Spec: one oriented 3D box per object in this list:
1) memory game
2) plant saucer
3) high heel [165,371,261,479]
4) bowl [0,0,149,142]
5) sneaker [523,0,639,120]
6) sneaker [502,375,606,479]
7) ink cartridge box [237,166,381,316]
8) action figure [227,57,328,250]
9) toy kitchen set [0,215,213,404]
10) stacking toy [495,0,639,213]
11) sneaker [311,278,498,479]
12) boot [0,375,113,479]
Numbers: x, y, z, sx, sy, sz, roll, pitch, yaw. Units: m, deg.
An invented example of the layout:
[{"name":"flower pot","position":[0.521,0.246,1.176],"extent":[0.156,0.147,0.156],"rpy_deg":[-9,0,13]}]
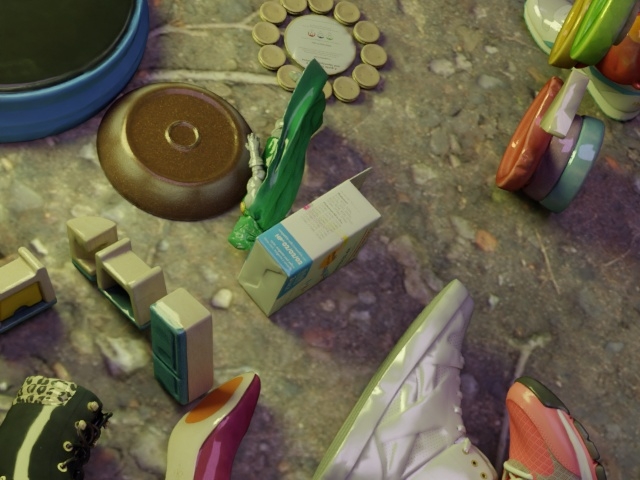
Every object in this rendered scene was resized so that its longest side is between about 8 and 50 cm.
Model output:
[{"name":"memory game","position":[0.000,-0.258,1.555],"extent":[0.186,0.012,0.186],"rpy_deg":[8,59,-14]},{"name":"plant saucer","position":[-0.167,-0.118,1.406],"extent":[0.199,0.036,0.198],"rpy_deg":[8,59,-13]},{"name":"high heel","position":[-0.106,0.247,1.206],"extent":[0.117,0.082,0.244],"rpy_deg":[54,39,-20]},{"name":"bowl","position":[-0.398,-0.299,1.413],"extent":[0.391,0.077,0.391],"rpy_deg":[8,59,-14]},{"name":"sneaker","position":[0.381,-0.277,1.643],"extent":[0.087,0.092,0.228],"rpy_deg":[-34,75,-29]},{"name":"sneaker","position":[0.217,0.298,1.192],"extent":[0.136,0.116,0.313],"rpy_deg":[-13,95,-12]},{"name":"ink cartridge box","position":[0.000,0.000,1.350],"extent":[0.181,0.104,0.061],"rpy_deg":[-34,76,-30]},{"name":"action figure","position":[-0.053,-0.089,1.392],"extent":[0.064,0.137,0.232],"rpy_deg":[14,64,17]},{"name":"toy kitchen set","position":[-0.240,0.097,1.232],"extent":[0.166,0.122,0.207],"rpy_deg":[-31,54,-30]},{"name":"stacking toy","position":[0.348,-0.183,1.442],"extent":[0.130,0.279,0.308],"rpy_deg":[26,82,-2]},{"name":"sneaker","position":[0.131,0.196,1.287],"extent":[0.169,0.108,0.292],"rpy_deg":[34,66,1]},{"name":"boot","position":[-0.237,0.225,1.118],"extent":[0.237,0.085,0.178],"rpy_deg":[10,50,23]}]
